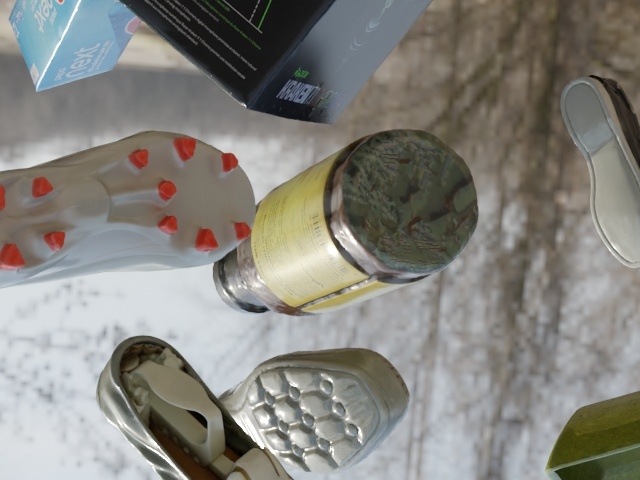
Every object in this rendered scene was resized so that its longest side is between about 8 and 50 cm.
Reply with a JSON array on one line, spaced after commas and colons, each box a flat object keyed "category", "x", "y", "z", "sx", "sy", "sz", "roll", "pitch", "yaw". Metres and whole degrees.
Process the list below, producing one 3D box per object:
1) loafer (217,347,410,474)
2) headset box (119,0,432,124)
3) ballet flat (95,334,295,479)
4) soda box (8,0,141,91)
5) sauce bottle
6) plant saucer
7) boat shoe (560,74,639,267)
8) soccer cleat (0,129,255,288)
[{"category": "loafer", "x": -0.011, "y": 0.140, "z": 1.495, "sx": 0.111, "sy": 0.112, "sz": 0.319, "roll": -29, "pitch": -177, "yaw": -31}, {"category": "headset box", "x": 0.025, "y": -0.224, "z": 1.111, "sx": 0.131, "sy": 0.283, "sz": 0.246, "roll": 41, "pitch": -171, "yaw": 9}, {"category": "ballet flat", "x": -0.066, "y": 0.144, "z": 1.145, "sx": 0.213, "sy": 0.068, "sz": 0.072, "roll": 43, "pitch": -130, "yaw": 18}, {"category": "soda box", "x": -0.176, "y": -0.189, "z": 1.345, "sx": 0.071, "sy": 0.067, "sz": 0.210, "roll": -18, "pitch": 170, "yaw": -25}, {"category": "sauce bottle", "x": 0.000, "y": 0.000, "z": 1.354, "sx": 0.111, "sy": 0.111, "sz": 0.344, "roll": 3, "pitch": 170, "yaw": -23}, {"category": "plant saucer", "x": 0.253, "y": 0.135, "z": 1.216, "sx": 0.188, "sy": 0.045, "sz": 0.188, "roll": -17, "pitch": 155, "yaw": 11}, {"category": "boat shoe", "x": 0.189, "y": -0.045, "z": 1.115, "sx": 0.038, "sy": 0.125, "sz": 0.046, "roll": -10, "pitch": 165, "yaw": -45}, {"category": "soccer cleat", "x": -0.111, "y": -0.012, "z": 0.832, "sx": 0.076, "sy": 0.068, "sz": 0.196, "roll": -12, "pitch": 178, "yaw": 41}]
